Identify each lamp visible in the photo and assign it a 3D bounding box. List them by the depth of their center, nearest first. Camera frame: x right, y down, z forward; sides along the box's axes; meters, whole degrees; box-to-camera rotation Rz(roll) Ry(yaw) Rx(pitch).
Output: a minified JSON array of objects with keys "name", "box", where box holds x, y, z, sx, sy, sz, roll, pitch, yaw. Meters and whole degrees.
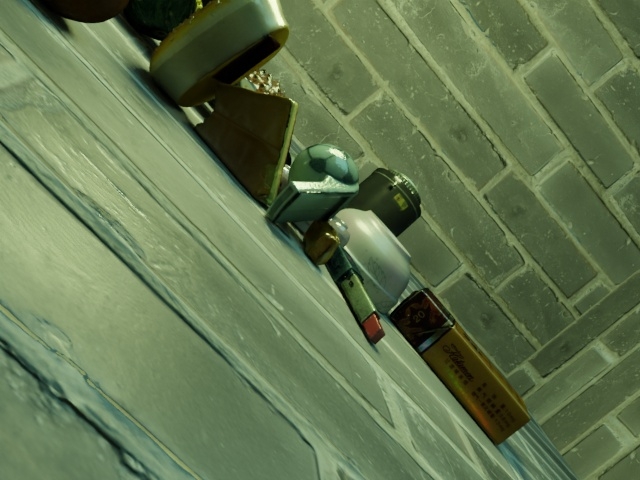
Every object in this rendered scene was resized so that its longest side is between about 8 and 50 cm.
[{"name":"lamp","box":[0.175,-0.092,2.365,0.205,0.272,0.374,48,7,1]}]

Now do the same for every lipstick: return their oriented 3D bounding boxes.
[{"name":"lipstick","box":[0.075,0.110,1.566,0.051,0.051,0.312,47,8,-31]}]

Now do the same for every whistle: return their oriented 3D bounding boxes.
[{"name":"whistle","box":[-0.015,-0.125,1.595,0.290,0.163,0.163,-5,50,-51]}]

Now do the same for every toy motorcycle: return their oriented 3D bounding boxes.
[{"name":"toy motorcycle","box":[-0.036,-0.074,1.746,0.254,0.112,0.112,45,8,-19]}]

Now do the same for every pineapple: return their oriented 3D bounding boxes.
[{"name":"pineapple","box":[-0.266,-0.483,2.300,0.361,0.175,0.175,38,3,17]}]

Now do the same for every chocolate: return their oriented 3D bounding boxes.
[{"name":"chocolate","box":[-0.374,-0.419,1.190,0.176,0.177,0.177,48,7,-8]}]

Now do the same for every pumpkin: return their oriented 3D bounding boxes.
[{"name":"pumpkin","box":[-0.369,-0.608,1.846,0.197,0.263,0.293,18,6,-8]}]

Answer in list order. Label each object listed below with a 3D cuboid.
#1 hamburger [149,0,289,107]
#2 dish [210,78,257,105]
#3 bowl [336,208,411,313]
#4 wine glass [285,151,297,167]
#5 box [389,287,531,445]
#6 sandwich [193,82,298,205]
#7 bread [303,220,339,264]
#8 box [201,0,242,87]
[{"name":"hamburger","box":[-0.203,-0.392,1.520,0.151,0.295,0.227,58,-5,-1]},{"name":"dish","box":[-0.253,-0.403,2.085,0.228,0.086,0.236,44,20,-17]},{"name":"bowl","box":[0.120,0.028,1.912,0.287,0.144,0.287,47,7,-7]},{"name":"wine glass","box":[-0.069,-0.163,1.921,0.103,0.103,0.222,52,7,20]},{"name":"box","box":[0.358,0.309,1.991,0.415,0.116,0.264,51,8,10]},{"name":"sandwich","box":[-0.157,-0.193,1.551,0.186,0.219,0.108,13,8,6]},{"name":"bread","box":[0.000,0.000,1.599,0.053,0.074,0.132,35,9,-17]},{"name":"box","box":[-0.222,-0.417,1.820,0.211,0.058,0.349,-106,-173,-76]}]
